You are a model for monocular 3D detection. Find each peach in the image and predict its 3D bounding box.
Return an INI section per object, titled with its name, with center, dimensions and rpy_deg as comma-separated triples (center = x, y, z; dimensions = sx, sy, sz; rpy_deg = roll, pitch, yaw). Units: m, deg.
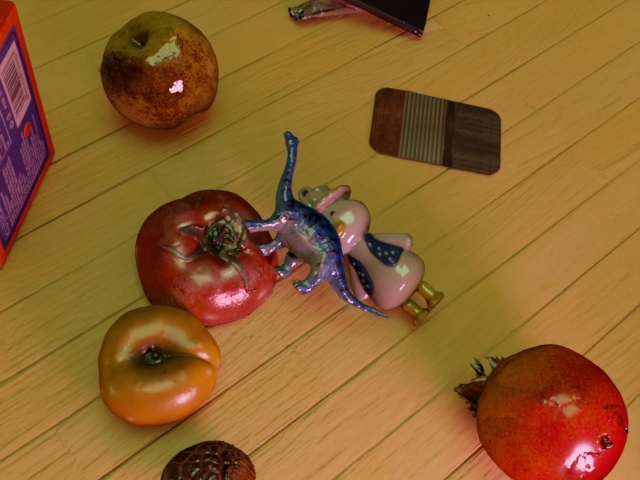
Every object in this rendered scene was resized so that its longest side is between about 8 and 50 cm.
[peach]
center = -0.229, 0.178, 1.092
dimensions = 0.179, 0.103, 0.179
rpy_deg = 5, 59, -9

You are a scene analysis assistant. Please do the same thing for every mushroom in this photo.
[mushroom]
center = -0.151, 0.321, 1.031
dimensions = 0.126, 0.085, 0.109
rpy_deg = -18, 63, -24

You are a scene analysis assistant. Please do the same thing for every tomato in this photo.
[tomato]
center = -0.177, 0.013, 1.202
dimensions = 0.237, 0.095, 0.236
rpy_deg = 4, 59, -7

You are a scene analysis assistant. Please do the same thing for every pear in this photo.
[pear]
center = -0.270, -0.283, 1.314
dimensions = 0.198, 0.197, 0.197
rpy_deg = 4, 60, -7

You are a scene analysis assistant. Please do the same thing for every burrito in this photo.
[burrito]
center = 0.020, -0.474, 1.548
dimensions = 0.171, 0.042, 0.051
rpy_deg = -15, 59, -21

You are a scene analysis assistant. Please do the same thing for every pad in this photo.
[pad]
center = 0.234, -0.287, 1.462
dimensions = 0.250, 0.055, 0.323
rpy_deg = 11, 77, -2

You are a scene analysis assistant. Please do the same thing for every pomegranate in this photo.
[pomegranate]
center = 0.310, 0.247, 1.079
dimensions = 0.235, 0.210, 0.210
rpy_deg = 17, 55, 30

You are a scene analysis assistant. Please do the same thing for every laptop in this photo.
[laptop]
center = 0.129, -0.510, 1.565
dimensions = 0.207, 0.026, 0.153
rpy_deg = 23, 57, -12

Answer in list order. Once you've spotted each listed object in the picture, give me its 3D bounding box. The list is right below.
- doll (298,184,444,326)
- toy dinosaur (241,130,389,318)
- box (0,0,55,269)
[doll]
center = 0.069, 0.014, 1.228
dimensions = 0.293, 0.138, 0.119
rpy_deg = 45, 23, 14
[toy dinosaur]
center = -0.031, 0.004, 1.162
dimensions = 0.144, 0.076, 0.329
rpy_deg = -27, 86, -15
[box]
center = -0.598, -0.164, 1.092
dimensions = 0.319, 0.348, 0.256
rpy_deg = 12, 59, -3
